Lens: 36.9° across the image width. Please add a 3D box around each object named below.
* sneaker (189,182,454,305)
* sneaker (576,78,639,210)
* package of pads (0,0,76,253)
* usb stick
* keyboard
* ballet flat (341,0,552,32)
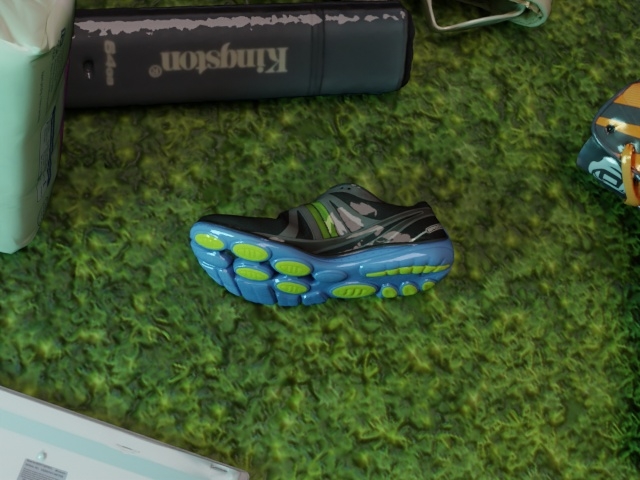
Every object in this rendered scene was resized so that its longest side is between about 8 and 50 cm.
[{"bbox_3d":[0.000,0.000,0.686,0.188,0.067,0.078,-1,51,-12],"label":"sneaker"},{"bbox_3d":[0.266,0.002,0.719,0.180,0.124,0.321,23,79,20],"label":"sneaker"},{"bbox_3d":[-0.298,-0.106,0.554,0.296,0.229,0.101,14,60,-11],"label":"package of pads"},{"bbox_3d":[-0.064,-0.137,0.703,0.278,0.077,0.045,-5,39,-14],"label":"usb stick"},{"bbox_3d":[-0.176,0.144,0.619,0.256,0.014,0.072,21,74,-6],"label":"keyboard"},{"bbox_3d":[0.074,-0.208,0.759,0.248,0.086,0.086,2,72,-14],"label":"ballet flat"}]
